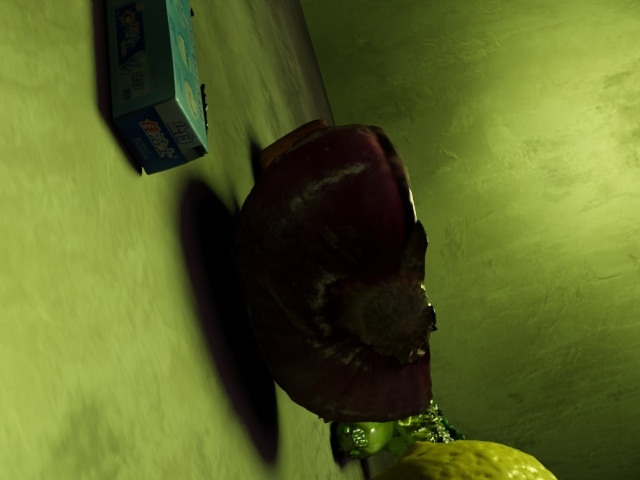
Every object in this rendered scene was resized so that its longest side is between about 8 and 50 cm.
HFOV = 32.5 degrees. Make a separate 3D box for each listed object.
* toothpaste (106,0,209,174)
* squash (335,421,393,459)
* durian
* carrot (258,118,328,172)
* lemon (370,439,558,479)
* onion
[{"bbox_3d":[-0.128,-0.171,0.820,0.066,0.053,0.272,61,14,-51],"label":"toothpaste"},{"bbox_3d":[0.060,0.245,1.425,0.258,0.069,0.069,45,29,-80],"label":"squash"},{"bbox_3d":[0.109,0.244,1.597,0.375,0.107,0.132,48,-38,42],"label":"durian"},{"bbox_3d":[0.021,-0.006,1.416,0.258,0.100,0.307,-109,173,-52],"label":"carrot"},{"bbox_3d":[0.136,0.324,0.989,0.253,0.254,0.310,66,11,-57],"label":"lemon"},{"bbox_3d":[-0.004,0.013,1.019,0.348,0.159,0.267,-111,-166,-68],"label":"onion"}]
